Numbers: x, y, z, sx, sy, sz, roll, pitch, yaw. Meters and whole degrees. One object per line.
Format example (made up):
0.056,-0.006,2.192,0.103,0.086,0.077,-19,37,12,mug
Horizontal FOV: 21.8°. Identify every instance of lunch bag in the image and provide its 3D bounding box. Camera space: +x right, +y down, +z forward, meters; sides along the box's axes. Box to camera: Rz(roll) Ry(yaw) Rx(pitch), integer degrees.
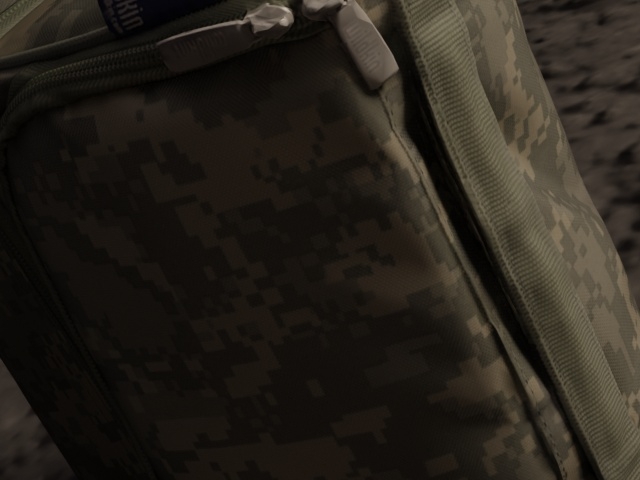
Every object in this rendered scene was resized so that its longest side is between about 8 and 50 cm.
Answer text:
0.000,0.000,0.639,0.212,0.305,0.256,-40,26,-28,lunch bag
